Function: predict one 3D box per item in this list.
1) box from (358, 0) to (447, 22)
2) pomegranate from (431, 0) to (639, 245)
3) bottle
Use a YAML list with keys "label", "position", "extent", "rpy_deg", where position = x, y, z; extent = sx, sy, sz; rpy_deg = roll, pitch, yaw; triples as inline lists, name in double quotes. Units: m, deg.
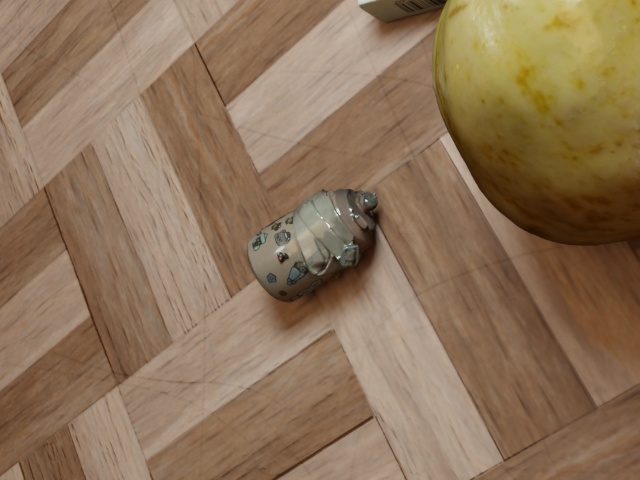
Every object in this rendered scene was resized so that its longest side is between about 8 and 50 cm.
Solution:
- label: "box"
  position: [0.120, -0.388, 1.042]
  extent: [0.164, 0.069, 0.256]
  rpy_deg: [-7, 81, 33]
- label: "pomegranate"
  position: [0.238, -0.170, 0.776]
  extent: [0.343, 0.343, 0.342]
  rpy_deg: [-5, 81, 33]
- label: "bottle"
  position: [-0.001, -0.001, 1.057]
  extent: [0.152, 0.099, 0.098]
  rpy_deg: [-31, 67, 23]
